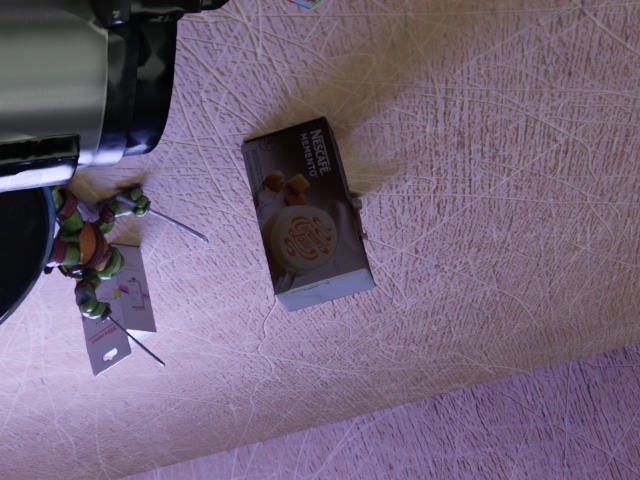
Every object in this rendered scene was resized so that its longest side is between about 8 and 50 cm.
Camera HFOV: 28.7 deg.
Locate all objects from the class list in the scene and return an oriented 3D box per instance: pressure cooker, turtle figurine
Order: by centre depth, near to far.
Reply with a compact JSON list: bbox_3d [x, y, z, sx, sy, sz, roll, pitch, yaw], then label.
[{"bbox_3d":[-0.283,-0.234,1.074,0.421,0.369,0.375,-6,146,-21],"label":"pressure cooker"},{"bbox_3d":[-0.320,0.006,1.854,0.197,0.275,0.266,-52,147,1],"label":"turtle figurine"}]

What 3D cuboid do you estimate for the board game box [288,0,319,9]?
[{"bbox_3d":[-0.029,-0.336,1.397,0.141,0.048,0.170,-33,151,34],"label":"board game box"}]

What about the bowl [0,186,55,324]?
[{"bbox_3d":[-0.485,0.013,1.447,0.391,0.077,0.391,-28,144,-23],"label":"bowl"}]

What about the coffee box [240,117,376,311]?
[{"bbox_3d":[-0.019,-0.037,1.847,0.141,0.246,0.098,-16,159,7],"label":"coffee box"}]

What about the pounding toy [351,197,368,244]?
[{"bbox_3d":[0.000,0.000,2.065,0.154,0.154,0.269,-11,158,4],"label":"pounding toy"}]

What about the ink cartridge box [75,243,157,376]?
[{"bbox_3d":[-0.341,0.120,2.094,0.067,0.198,0.115,10,148,-44],"label":"ink cartridge box"}]
